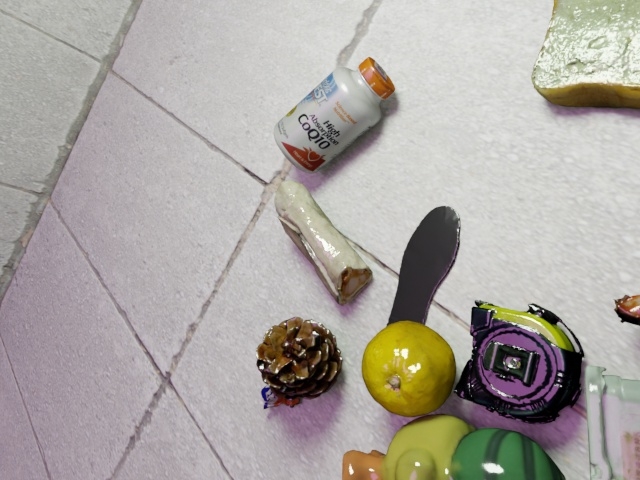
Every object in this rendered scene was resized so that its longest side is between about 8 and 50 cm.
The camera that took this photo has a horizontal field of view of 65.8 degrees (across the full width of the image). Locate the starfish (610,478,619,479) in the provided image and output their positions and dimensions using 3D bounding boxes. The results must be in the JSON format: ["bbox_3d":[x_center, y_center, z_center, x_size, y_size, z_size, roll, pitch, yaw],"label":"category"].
[{"bbox_3d":[0.419,0.343,0.567,0.176,0.053,0.208,30,83,34],"label":"starfish"}]

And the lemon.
[{"bbox_3d":[0.160,0.228,0.900,0.170,0.207,0.169,2,96,16],"label":"lemon"}]

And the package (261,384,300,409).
[{"bbox_3d":[-0.095,0.366,1.182,0.111,0.033,0.077,-25,39,17],"label":"package"}]

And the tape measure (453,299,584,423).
[{"bbox_3d":[0.334,0.200,0.829,0.186,0.112,0.198,7,83,38],"label":"tape measure"}]

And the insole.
[{"bbox_3d":[0.206,0.093,1.028,0.119,0.009,0.348,16,88,42],"label":"insole"}]

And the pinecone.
[{"bbox_3d":[-0.053,0.254,1.065,0.184,0.204,0.179,-28,64,13],"label":"pinecone"}]

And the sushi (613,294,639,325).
[{"bbox_3d":[0.542,0.104,0.695,0.226,0.097,0.102,19,97,26],"label":"sushi"}]

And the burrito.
[{"bbox_3d":[-0.001,-0.002,1.146,0.105,0.143,0.299,-31,59,-9],"label":"burrito"}]

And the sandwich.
[{"bbox_3d":[0.511,-0.341,0.850,0.251,0.087,0.226,16,89,41],"label":"sandwich"}]

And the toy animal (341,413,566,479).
[{"bbox_3d":[0.224,0.386,0.814,0.339,0.216,0.191,-11,44,34],"label":"toy animal"}]

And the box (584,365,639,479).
[{"bbox_3d":[0.461,0.330,0.659,0.183,0.175,0.311,-5,75,29],"label":"box"}]

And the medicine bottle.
[{"bbox_3d":[0.036,-0.301,1.178,0.289,0.157,0.156,-37,57,26],"label":"medicine bottle"}]
